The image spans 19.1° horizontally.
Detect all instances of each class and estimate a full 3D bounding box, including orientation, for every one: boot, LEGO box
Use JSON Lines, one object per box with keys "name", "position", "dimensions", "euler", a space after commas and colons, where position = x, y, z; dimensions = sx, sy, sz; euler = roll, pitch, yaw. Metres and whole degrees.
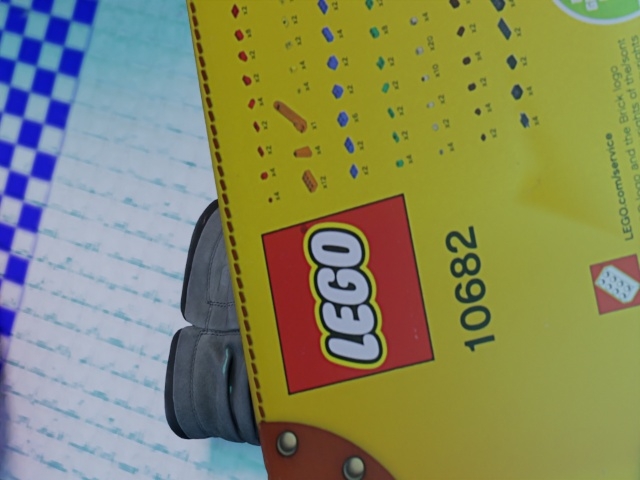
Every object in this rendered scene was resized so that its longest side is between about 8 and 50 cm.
{"name": "boot", "position": [0.000, 0.000, 0.972], "dimensions": [0.161, 0.083, 0.247], "euler": [17, 92, 35]}
{"name": "LEGO box", "position": [0.113, -0.131, 0.751], "dimensions": [0.193, 0.372, 0.500], "euler": [-15, 77, 27]}
